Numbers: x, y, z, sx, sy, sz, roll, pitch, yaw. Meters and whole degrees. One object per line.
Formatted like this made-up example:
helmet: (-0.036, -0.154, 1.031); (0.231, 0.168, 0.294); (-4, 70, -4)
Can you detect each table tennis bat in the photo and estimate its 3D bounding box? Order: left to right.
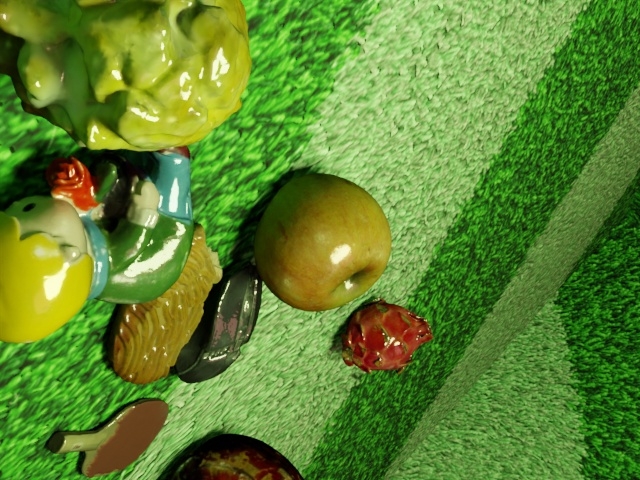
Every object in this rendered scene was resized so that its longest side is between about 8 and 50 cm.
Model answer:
table tennis bat: (-0.271, 0.257, 1.179); (0.131, 0.022, 0.234); (-53, 159, 5)

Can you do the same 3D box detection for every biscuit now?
biscuit: (-0.180, 0.090, 1.089); (0.176, 0.031, 0.228); (-39, 153, -26)

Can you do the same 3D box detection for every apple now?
apple: (0.000, 0.000, 1.148); (0.182, 0.155, 0.182); (-29, 154, -16)

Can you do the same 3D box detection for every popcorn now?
popcorn: (-0.150, -0.152, 0.635); (0.213, 0.198, 0.198); (-7, 137, -24)

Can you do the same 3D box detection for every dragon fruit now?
dragon fruit: (0.114, 0.168, 1.634); (0.166, 0.133, 0.136); (-16, 148, 3)

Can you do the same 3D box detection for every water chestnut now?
water chestnut: (-0.134, 0.445, 1.397); (0.244, 0.289, 0.289); (-42, 158, -53)

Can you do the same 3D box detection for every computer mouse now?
computer mouse: (-0.126, 0.118, 1.193); (0.192, 0.062, 0.106); (-58, 157, 18)

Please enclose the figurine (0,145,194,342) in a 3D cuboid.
figurine: (-0.216, -0.011, 0.772); (0.234, 0.127, 0.185); (-5, 118, -44)
